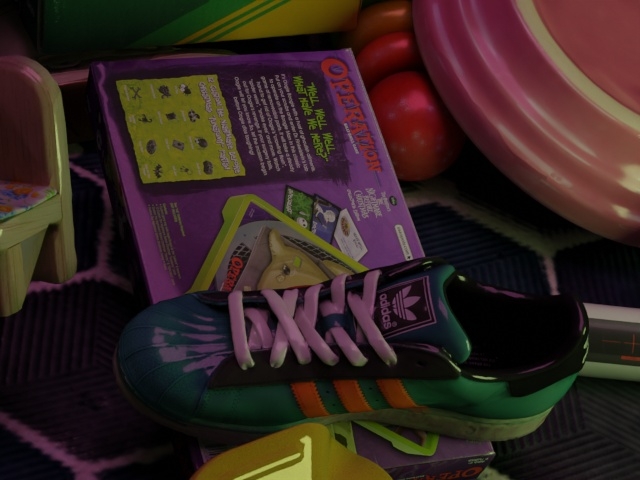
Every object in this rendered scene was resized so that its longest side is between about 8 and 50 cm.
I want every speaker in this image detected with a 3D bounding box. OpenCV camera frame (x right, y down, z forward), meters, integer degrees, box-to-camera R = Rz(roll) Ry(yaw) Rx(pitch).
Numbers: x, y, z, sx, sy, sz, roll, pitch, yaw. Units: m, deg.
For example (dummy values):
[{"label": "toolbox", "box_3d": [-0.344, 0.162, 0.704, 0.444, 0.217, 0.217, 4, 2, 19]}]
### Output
[{"label": "speaker", "box_3d": [0.193, 0.072, 1.256, 0.136, 0.055, 0.055, 7, 40, -9]}]

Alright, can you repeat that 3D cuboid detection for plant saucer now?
[{"label": "plant saucer", "box_3d": [0.234, -0.147, 1.424, 0.332, 0.084, 0.332, 22, 44, -22]}]

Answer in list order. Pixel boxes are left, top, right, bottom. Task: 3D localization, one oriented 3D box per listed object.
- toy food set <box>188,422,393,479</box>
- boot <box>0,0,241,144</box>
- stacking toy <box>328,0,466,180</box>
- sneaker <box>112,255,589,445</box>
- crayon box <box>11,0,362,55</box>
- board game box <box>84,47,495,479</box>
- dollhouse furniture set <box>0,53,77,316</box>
[{"label": "toy food set", "box_3d": [-0.047, 0.188, 1.023, 0.218, 0.071, 0.128, -14, 83, -42]}, {"label": "boot", "box_3d": [-0.171, -0.154, 1.408, 0.213, 0.077, 0.165, -9, 41, -27]}, {"label": "stacking toy", "box_3d": [0.060, -0.177, 1.475, 0.141, 0.141, 0.330, 3, 48, -13]}, {"label": "sneaker", "box_3d": [0.025, 0.058, 1.082, 0.302, 0.121, 0.108, 2, 56, -17]}, {"label": "crayon box", "box_3d": [-0.101, -0.246, 1.417, 0.322, 0.083, 0.203, -8, 38, -22]}, {"label": "board game box", "box_3d": [-0.029, 0.017, 1.197, 0.208, 0.056, 0.347, -7, 59, -18]}, {"label": "dollhouse furniture set", "box_3d": [-0.398, -0.062, 0.977, 0.394, 0.257, 0.362, 7, 21, 25]}]
